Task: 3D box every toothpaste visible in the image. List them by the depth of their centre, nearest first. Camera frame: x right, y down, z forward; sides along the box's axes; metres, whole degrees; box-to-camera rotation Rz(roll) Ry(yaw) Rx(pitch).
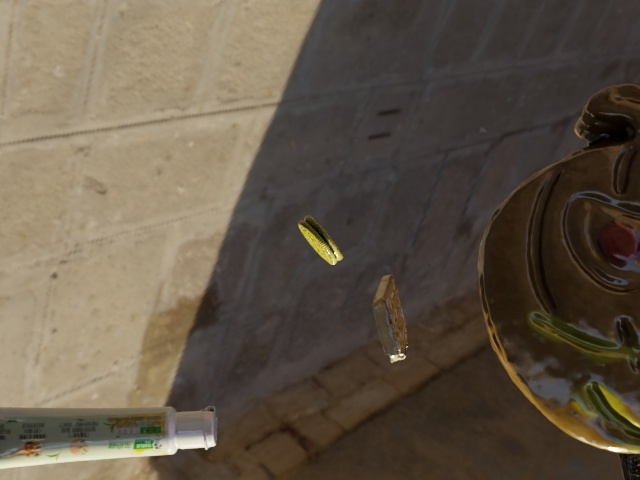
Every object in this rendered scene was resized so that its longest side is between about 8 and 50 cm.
[{"bbox_3d":[-0.272,0.215,0.978,0.058,0.314,0.056,-91,179,-48],"label":"toothpaste"}]

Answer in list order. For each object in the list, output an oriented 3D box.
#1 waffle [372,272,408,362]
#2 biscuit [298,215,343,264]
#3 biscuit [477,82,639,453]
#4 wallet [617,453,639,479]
[{"bbox_3d":[0.088,0.097,1.091,0.135,0.021,0.092,-55,132,-75],"label":"waffle"},{"bbox_3d":[0.000,0.000,1.318,0.023,0.084,0.084,-39,150,-9],"label":"biscuit"},{"bbox_3d":[0.341,0.014,0.829,0.394,0.350,0.070,-24,173,2],"label":"biscuit"},{"bbox_3d":[0.485,0.230,1.127,0.243,0.132,0.039,-9,170,-10],"label":"wallet"}]
